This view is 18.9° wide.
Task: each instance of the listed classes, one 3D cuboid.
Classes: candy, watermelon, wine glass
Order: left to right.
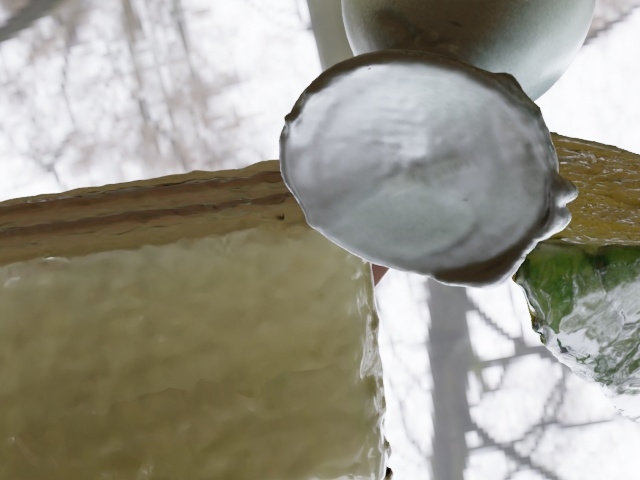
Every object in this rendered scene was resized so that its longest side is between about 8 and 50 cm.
[{"bbox_3d":[-0.124,0.065,1.055,0.320,0.180,0.135,-8,-163,-16],"label":"candy"},{"bbox_3d":[0.056,-0.090,0.719,0.103,0.103,0.222,-2,-140,17],"label":"wine glass"},{"bbox_3d":[0.140,0.003,0.894,0.123,0.129,0.301,-51,-175,12],"label":"watermelon"}]

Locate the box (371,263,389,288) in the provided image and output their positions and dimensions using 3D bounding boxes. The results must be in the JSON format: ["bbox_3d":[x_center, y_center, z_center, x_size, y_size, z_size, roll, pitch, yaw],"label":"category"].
[{"bbox_3d":[0.000,0.000,1.271,0.111,0.060,0.156,-11,-151,45],"label":"box"}]
